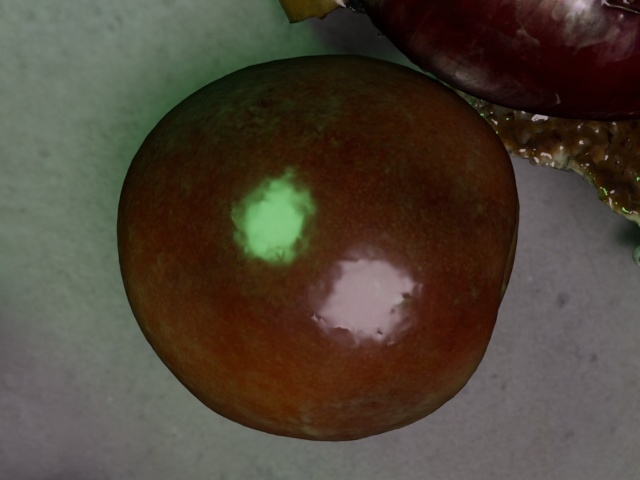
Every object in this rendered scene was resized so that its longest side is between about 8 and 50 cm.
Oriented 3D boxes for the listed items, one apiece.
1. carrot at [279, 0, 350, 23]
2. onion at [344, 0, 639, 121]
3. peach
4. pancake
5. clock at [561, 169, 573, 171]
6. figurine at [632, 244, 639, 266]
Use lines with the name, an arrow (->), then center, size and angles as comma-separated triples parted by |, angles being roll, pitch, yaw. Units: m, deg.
carrot -> -0.026, -0.241, 0.675 | 0.072, 0.072, 0.205 | -24, 109, -7
onion -> 0.133, -0.208, 0.644 | 0.314, 0.232, 0.313 | 8, 70, -22
peach -> 0.000, 0.000, 0.662 | 0.252, 0.252, 0.252 | -5, 108, -14
pancake -> 0.198, -0.087, 0.739 | 0.245, 0.057, 0.266 | -3, 75, 5
clock -> 0.196, -0.088, 0.808 | 0.074, 0.010, 0.083 | 5, 114, -5
figurine -> 0.361, -0.038, 0.829 | 0.262, 0.120, 0.164 | -7, 109, 3
